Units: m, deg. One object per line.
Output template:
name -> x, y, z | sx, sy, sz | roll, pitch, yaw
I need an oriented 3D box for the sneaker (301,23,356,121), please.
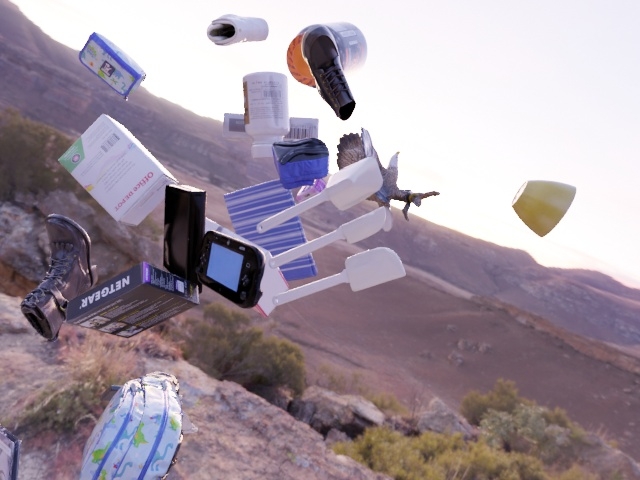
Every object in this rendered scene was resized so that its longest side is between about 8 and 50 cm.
sneaker -> 0.031, -0.386, 0.983 | 0.118, 0.083, 0.222 | 59, 1, 26

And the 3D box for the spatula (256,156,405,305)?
spatula -> 0.000, 0.000, 0.605 | 0.242, 0.168, 0.019 | -23, -12, 39

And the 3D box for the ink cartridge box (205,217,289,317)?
ink cartridge box -> -0.248, 0.066, 1.160 | 0.283, 0.117, 0.207 | 26, -23, 27

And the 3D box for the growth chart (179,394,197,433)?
growth chart -> -0.527, 0.610, 1.460 | 0.172, 0.237, 0.021 | -3, 37, 7

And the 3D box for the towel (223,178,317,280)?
towel -> -0.160, -0.018, 1.368 | 0.243, 0.335, 0.040 | -13, 12, 23

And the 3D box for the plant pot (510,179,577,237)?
plant pot -> 0.502, -0.088, 0.974 | 0.095, 0.134, 0.134 | 30, 7, 9

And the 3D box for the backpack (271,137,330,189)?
backpack -> -0.039, -0.174, 0.940 | 0.120, 0.101, 0.098 | -14, 51, -8

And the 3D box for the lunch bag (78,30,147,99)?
lunch bag -> -0.486, -0.414, 0.997 | 0.129, 0.096, 0.151 | 41, -15, -26

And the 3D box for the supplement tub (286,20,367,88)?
supplement tub -> 0.025, -0.660, 1.501 | 0.207, 0.207, 0.338 | 26, 36, 12

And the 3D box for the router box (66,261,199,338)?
router box -> -0.329, 0.112, 0.750 | 0.133, 0.179, 0.046 | 42, 27, -54

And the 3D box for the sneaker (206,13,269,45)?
sneaker -> -0.337, -0.722, 1.445 | 0.293, 0.108, 0.169 | 16, 31, 37

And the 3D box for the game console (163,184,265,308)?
game console -> -0.214, 0.016, 0.799 | 0.044, 0.213, 0.361 | -5, 15, -42

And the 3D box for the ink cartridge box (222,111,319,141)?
ink cartridge box -> -0.161, -0.381, 1.518 | 0.308, 0.091, 0.385 | 3, 7, -1

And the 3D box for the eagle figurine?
eagle figurine -> 0.177, -0.198, 1.289 | 0.298, 0.226, 0.225 | 28, 45, -19

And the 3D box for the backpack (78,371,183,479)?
backpack -> -0.488, 0.523, 1.114 | 0.273, 0.290, 0.356 | 40, -12, -35

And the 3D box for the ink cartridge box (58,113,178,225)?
ink cartridge box -> -0.470, -0.161, 0.993 | 0.212, 0.154, 0.093 | 44, -1, 8

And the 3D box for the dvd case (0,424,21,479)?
dvd case -> -0.581, 0.453, 0.754 | 0.165, 0.221, 0.018 | -2, -7, 40

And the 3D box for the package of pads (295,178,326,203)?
package of pads -> -0.025, -0.133, 1.132 | 0.032, 0.050, 0.083 | 41, -36, -24

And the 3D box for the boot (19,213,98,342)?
boot -> -0.661, 0.092, 1.052 | 0.091, 0.262, 0.229 | -3, 32, 5

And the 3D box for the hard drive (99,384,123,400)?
hard drive -> -0.755, 0.587, 1.613 | 0.135, 0.094, 0.022 | 24, 35, -44

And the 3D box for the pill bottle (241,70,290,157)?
pill bottle -> -0.153, -0.354, 1.213 | 0.131, 0.229, 0.131 | -2, 10, 0
